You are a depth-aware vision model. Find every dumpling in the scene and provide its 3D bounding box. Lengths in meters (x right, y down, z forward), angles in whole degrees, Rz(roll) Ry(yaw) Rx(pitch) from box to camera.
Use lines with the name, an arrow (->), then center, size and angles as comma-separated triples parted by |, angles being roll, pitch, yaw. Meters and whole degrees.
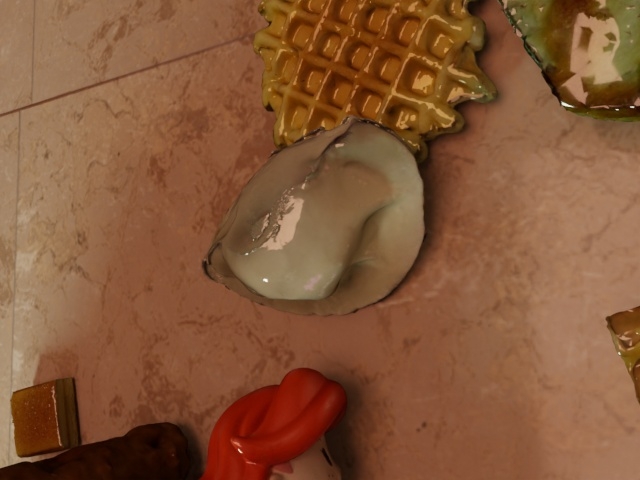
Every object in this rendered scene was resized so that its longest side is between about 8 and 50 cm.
dumpling -> 0.000, 0.000, 0.695 | 0.172, 0.142, 0.247 | 42, 122, -15

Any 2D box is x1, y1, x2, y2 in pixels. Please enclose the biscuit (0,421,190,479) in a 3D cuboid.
biscuit -> -0.342, 0.363, 0.748 | 0.395, 0.342, 0.166 | -40, 69, 26

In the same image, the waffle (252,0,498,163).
waffle -> 0.044, -0.184, 0.732 | 0.261, 0.056, 0.250 | -23, 72, 28

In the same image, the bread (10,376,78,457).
bread -> -0.356, 0.229, 0.951 | 0.094, 0.035, 0.090 | -19, 75, 30

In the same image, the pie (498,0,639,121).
pie -> 0.273, -0.243, 0.561 | 0.288, 0.103, 0.355 | -36, 62, 25

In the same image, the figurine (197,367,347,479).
figurine -> -0.037, 0.261, 0.652 | 0.208, 0.181, 0.257 | -37, 66, 23

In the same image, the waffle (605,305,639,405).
waffle -> 0.345, 0.137, 0.399 | 0.304, 0.077, 0.348 | -25, 42, 27
